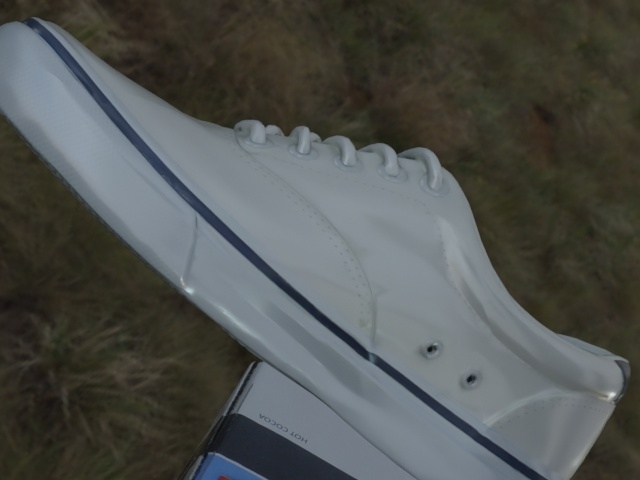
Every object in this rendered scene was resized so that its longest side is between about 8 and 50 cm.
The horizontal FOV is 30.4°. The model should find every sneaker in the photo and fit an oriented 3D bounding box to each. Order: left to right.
[{"bbox_3d":[0.000,0.000,0.414,0.258,0.091,0.094,40,-6,-17],"label":"sneaker"}]

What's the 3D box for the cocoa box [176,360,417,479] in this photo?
[{"bbox_3d":[0.031,0.285,0.661,0.347,0.231,0.228,32,30,-1],"label":"cocoa box"}]
